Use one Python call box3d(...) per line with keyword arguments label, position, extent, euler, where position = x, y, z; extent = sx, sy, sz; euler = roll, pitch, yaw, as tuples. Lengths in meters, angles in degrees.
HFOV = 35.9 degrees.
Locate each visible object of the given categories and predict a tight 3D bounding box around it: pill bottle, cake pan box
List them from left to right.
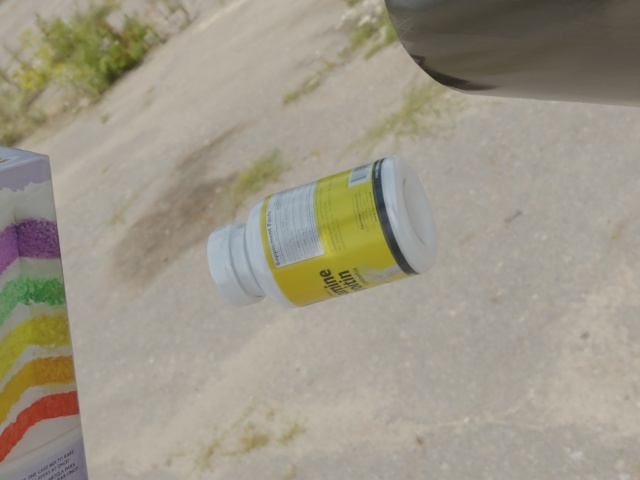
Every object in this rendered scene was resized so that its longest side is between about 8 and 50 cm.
box3d(label="cake pan box", position=(-0.257, 0.091, 0.548), extent=(0.070, 0.246, 0.266), euler=(9, 20, 34))
box3d(label="pill bottle", position=(0.000, 0.000, 0.850), extent=(0.184, 0.103, 0.103), euler=(-17, 33, 21))

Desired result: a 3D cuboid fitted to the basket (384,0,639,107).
box3d(label="basket", position=(0.137, -0.126, 0.408), extent=(0.227, 0.204, 0.154), euler=(12, 89, 59))
